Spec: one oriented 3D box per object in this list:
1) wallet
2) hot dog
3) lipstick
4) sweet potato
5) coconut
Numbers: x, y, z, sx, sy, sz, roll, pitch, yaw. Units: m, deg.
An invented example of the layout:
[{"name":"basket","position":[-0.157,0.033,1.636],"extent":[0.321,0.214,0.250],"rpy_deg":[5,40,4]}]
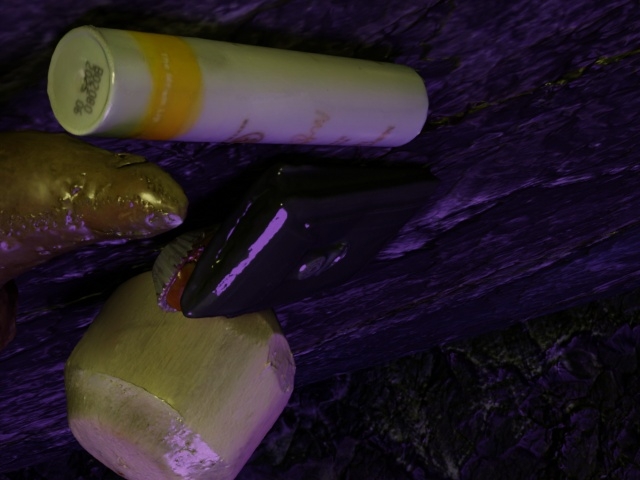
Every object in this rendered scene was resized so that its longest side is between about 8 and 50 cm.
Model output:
[{"name":"wallet","position":[0.000,0.000,1.014],"extent":[0.245,0.052,0.168],"rpy_deg":[-6,140,-53]},{"name":"hot dog","position":[-0.067,0.021,1.060],"extent":[0.192,0.053,0.099],"rpy_deg":[-5,133,-42]},{"name":"lipstick","position":[-0.034,-0.085,0.678],"extent":[0.059,0.059,0.264],"rpy_deg":[-28,164,39]},{"name":"sweet potato","position":[-0.200,0.007,0.659],"extent":[0.124,0.098,0.310],"rpy_deg":[10,154,-33]},{"name":"coconut","position":[-0.129,0.129,1.148],"extent":[0.234,0.224,0.224],"rpy_deg":[-51,-172,-33]}]
